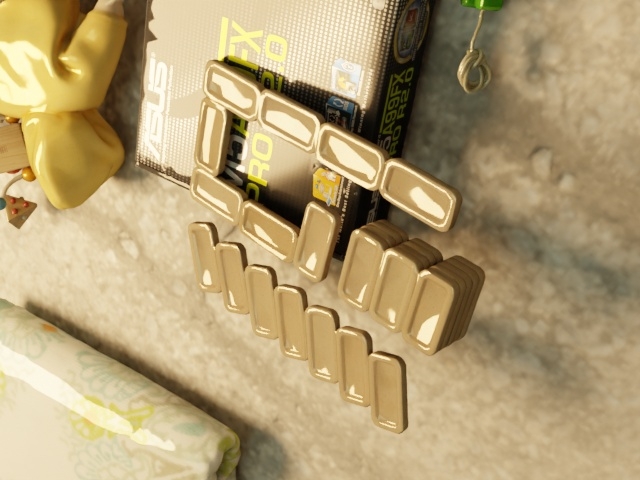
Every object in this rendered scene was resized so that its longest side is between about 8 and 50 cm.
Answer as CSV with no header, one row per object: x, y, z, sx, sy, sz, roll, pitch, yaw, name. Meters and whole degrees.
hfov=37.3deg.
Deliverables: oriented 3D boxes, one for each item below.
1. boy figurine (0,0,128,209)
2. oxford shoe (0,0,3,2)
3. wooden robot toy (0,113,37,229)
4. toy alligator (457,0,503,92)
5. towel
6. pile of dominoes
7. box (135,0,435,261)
-0.233,-0.171,0.816,0.177,0.092,0.285,-11,102,24,boy figurine
-0.172,-0.299,0.640,0.449,0.130,0.169,-30,87,28,oxford shoe
-0.282,-0.101,0.902,0.079,0.076,0.173,-14,100,-1,wooden robot toy
0.110,-0.195,0.622,0.051,0.056,0.190,-122,37,-57,toy alligator
-0.247,0.279,0.984,0.320,0.090,0.375,23,117,21,towel
0.000,0.000,0.697,0.251,0.040,0.196,33,125,30,pile of dominoes
-0.032,-0.147,0.707,0.216,0.060,0.270,25,120,24,box
